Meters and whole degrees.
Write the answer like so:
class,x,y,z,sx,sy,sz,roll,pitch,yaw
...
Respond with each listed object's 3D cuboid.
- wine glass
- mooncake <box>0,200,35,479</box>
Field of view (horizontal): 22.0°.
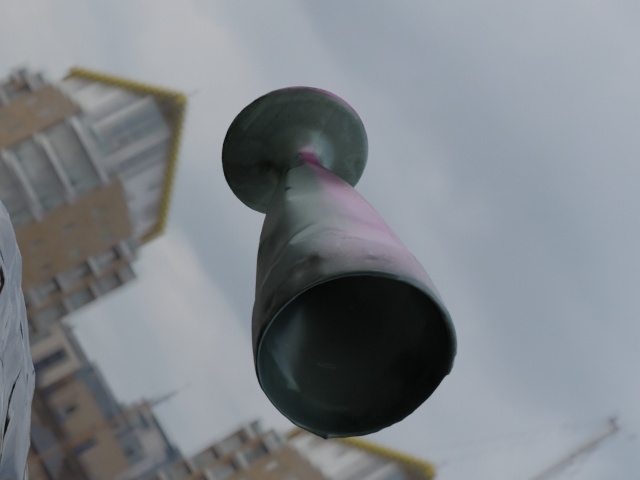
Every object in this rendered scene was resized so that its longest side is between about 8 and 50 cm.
class,x,y,z,sx,sy,sz,roll,pitch,yaw
wine glass,0.000,0.000,0.635,0.155,0.073,0.073,-107,178,-55
mooncake,-0.189,0.109,0.575,0.290,0.161,0.290,-178,-90,-85
